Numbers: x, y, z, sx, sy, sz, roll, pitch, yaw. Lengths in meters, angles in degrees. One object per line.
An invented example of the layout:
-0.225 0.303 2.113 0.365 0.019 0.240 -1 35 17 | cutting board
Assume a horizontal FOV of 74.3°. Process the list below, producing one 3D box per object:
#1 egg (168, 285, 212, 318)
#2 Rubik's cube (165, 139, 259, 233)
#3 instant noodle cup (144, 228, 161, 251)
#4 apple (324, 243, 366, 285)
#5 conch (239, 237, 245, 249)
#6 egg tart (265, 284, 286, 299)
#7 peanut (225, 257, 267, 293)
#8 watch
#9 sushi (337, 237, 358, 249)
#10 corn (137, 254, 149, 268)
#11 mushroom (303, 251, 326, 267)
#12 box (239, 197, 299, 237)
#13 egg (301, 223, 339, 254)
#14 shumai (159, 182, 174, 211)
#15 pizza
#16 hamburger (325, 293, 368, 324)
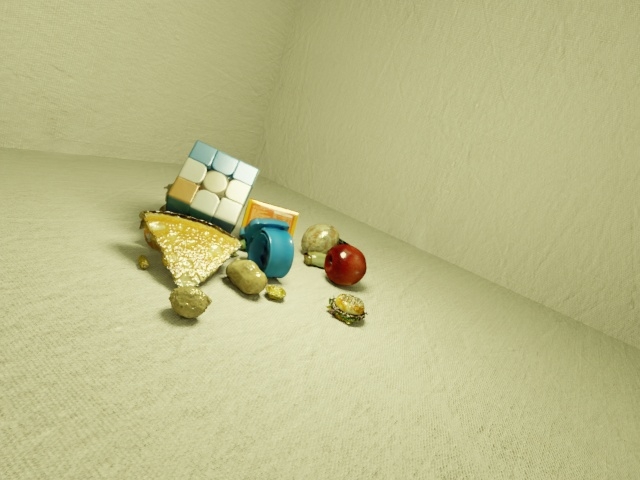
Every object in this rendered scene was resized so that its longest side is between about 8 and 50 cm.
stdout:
-0.457 0.213 1.473 0.140 0.116 0.118 21 44 8 | egg
-0.550 -0.229 2.136 0.345 0.346 0.346 23 -23 -12 | Rubik's cube
-0.712 -0.042 1.993 0.169 0.168 0.185 18 9 -3 | instant noodle cup
0.128 0.129 2.221 0.201 0.218 0.218 9 18 -32 | apple
-0.372 0.022 2.278 0.095 0.079 0.201 25 5 35 | conch
-0.197 0.230 1.842 0.105 0.039 0.105 17 16 -5 | egg tart
-0.313 0.153 1.813 0.224 0.129 0.129 30 20 32 | peanut
-0.267 0.064 2.033 0.242 0.305 0.274 4 52 -34 | watch
0.143 0.090 2.529 0.051 0.192 0.215 -36 47 -26 | sushi
-0.726 0.088 1.731 0.037 0.037 0.092 6 21 -37 | corn
0.046 0.121 2.409 0.312 0.081 0.100 13 18 -24 | mushroom
-0.292 -0.091 2.362 0.284 0.213 0.259 17 -6 -10 | box
0.000 0.000 2.488 0.203 0.245 0.203 41 33 -35 | egg
-0.732 -0.219 2.350 0.267 0.262 0.314 1 25 -45 | shumai
-0.529 0.018 1.828 0.392 0.080 0.434 -12 58 -44 | pizza
0.120 0.295 1.885 0.190 0.093 0.164 23 17 21 | hamburger
